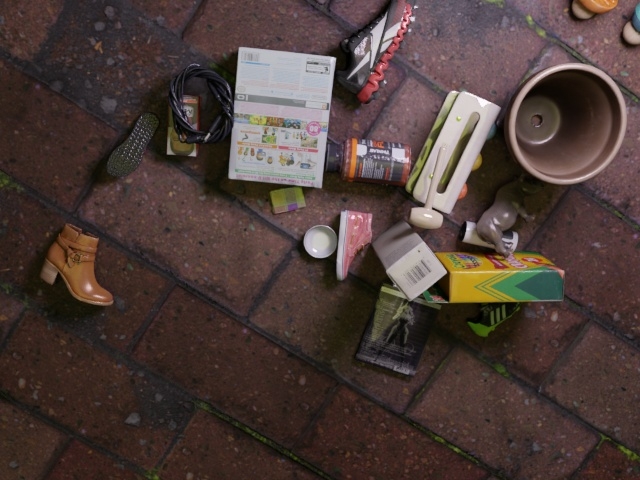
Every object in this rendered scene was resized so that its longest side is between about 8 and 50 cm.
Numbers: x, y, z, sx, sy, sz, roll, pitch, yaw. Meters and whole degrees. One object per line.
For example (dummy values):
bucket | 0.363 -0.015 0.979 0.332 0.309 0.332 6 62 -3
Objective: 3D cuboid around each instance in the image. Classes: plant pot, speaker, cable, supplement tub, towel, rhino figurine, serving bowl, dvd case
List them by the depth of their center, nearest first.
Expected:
cable | -0.271 -0.312 1.699 0.151 0.047 0.184 -3 94 16
plant pot | 0.529 -0.273 1.714 0.263 0.229 0.263 -1 103 -3
supplement tub | 0.112 -0.187 1.776 0.198 0.106 0.106 5 102 -4
rhino figurine | 0.467 -0.080 1.811 0.106 0.073 0.243 35 78 1
towel | -0.082 -0.102 1.835 0.083 0.009 0.060 -12 102 -1
serving bowl | 0.000 0.000 1.852 0.083 0.027 0.083 0 103 -2
speaker | 0.417 -0.009 1.857 0.136 0.055 0.055 13 102 -5
dvd case | 0.199 0.231 1.919 0.165 0.018 0.221 18 102 -5

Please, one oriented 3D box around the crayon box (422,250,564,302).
crayon box | 0.398 0.086 1.802 0.319 0.202 0.081 -1 103 -3

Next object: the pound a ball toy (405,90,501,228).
pound a ball toy | 0.313 -0.178 1.736 0.136 0.208 0.319 22 100 -7

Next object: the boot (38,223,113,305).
boot | -0.571 0.061 1.819 0.197 0.073 0.152 27 96 -11

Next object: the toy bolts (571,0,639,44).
toy bolts | 0.716 -0.570 1.733 0.228 0.158 0.218 37 58 0

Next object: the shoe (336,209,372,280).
shoe | 0.084 0.015 1.841 0.081 0.063 0.178 5 98 1

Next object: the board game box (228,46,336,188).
board game box | -0.091 -0.286 1.750 0.224 0.097 0.303 6 101 -3

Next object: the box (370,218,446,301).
box | 0.200 0.039 1.744 0.113 0.275 0.094 -38 102 7

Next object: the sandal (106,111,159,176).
sandal | -0.444 -0.225 1.780 0.067 0.040 0.179 34 84 -15

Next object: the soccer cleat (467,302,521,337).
soccer cleat | 0.448 0.171 1.887 0.072 0.060 0.179 41 110 -5

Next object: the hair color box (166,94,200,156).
hair color box | -0.324 -0.273 1.768 0.072 0.043 0.141 3 103 -3

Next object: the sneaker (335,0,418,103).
sneaker | 0.122 -0.461 1.719 0.135 0.097 0.276 25 102 -10
